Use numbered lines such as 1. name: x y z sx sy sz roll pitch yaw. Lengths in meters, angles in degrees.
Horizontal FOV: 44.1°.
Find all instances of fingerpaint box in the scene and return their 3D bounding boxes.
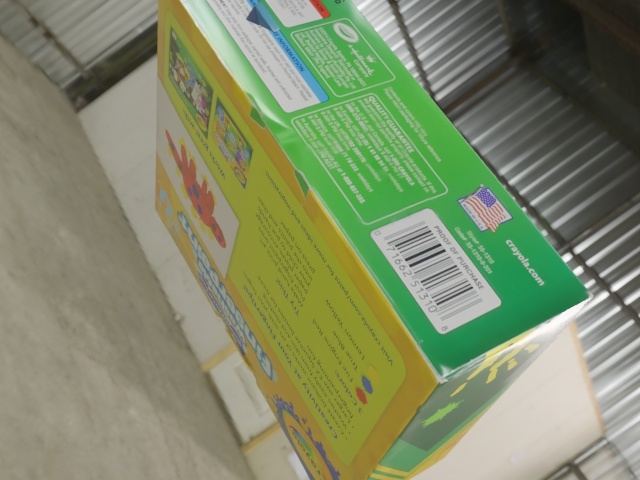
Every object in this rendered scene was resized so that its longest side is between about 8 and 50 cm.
1. fingerpaint box: 0.000 0.000 0.787 0.445 0.163 0.371 56 -27 24

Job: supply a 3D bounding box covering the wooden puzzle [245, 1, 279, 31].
1. wooden puzzle: -0.062 -0.197 0.516 0.078 0.014 0.116 28 -33 43
